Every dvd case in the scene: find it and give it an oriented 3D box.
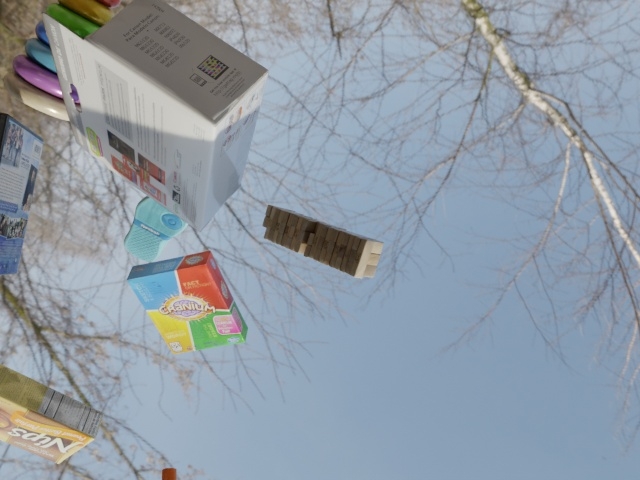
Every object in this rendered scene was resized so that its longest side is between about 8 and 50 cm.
[{"bbox_3d":[-0.516,-0.067,0.880,0.180,0.022,0.252,171,-71,-79],"label":"dvd case"}]

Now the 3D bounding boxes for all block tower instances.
[{"bbox_3d":[0.000,0.000,1.297,0.336,0.097,0.090,22,-82,43],"label":"block tower"}]

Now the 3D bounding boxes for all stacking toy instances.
[{"bbox_3d":[-0.418,-0.382,0.931,0.330,0.141,0.141,-59,-147,11],"label":"stacking toy"}]

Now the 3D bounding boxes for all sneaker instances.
[{"bbox_3d":[-0.388,-0.097,1.376,0.319,0.127,0.208,-35,-154,44],"label":"sneaker"}]

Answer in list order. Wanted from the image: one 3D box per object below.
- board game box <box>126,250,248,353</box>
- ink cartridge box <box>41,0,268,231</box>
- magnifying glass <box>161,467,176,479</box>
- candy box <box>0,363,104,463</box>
[{"bbox_3d":[-0.380,0.189,1.562,0.243,0.316,0.064,-12,-145,10],"label":"board game box"},{"bbox_3d":[-0.247,-0.195,0.818,0.130,0.272,0.309,-55,179,-29],"label":"ink cartridge box"},{"bbox_3d":[-0.281,0.542,0.988,0.026,0.092,0.230,-43,-138,34],"label":"magnifying glass"},{"bbox_3d":[-0.755,0.450,1.377,0.183,0.316,0.087,-36,-149,26],"label":"candy box"}]
